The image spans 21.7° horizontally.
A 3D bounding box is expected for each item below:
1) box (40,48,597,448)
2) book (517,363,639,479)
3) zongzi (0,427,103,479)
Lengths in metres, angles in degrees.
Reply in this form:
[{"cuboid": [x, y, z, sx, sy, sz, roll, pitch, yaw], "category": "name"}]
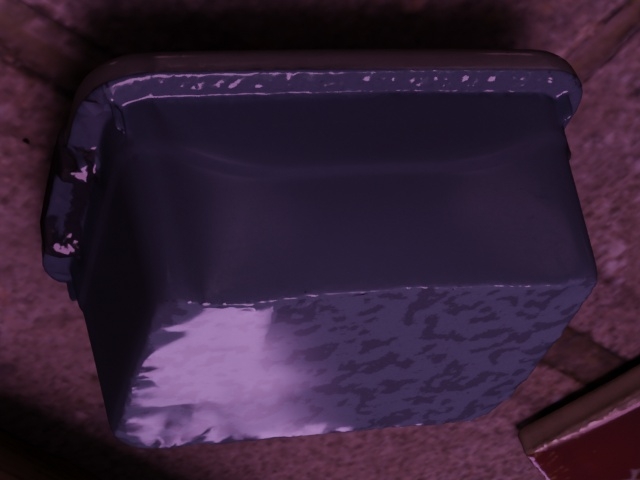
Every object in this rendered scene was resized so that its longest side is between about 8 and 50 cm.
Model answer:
[{"cuboid": [0.000, 0.000, 0.717, 0.227, 0.130, 0.162, -2, 149, -19], "category": "box"}, {"cuboid": [0.330, 0.089, 1.007, 0.374, 0.028, 0.262, -32, 137, 11], "category": "book"}, {"cuboid": [-0.190, 0.221, 0.874, 0.300, 0.145, 0.274, -31, 131, 30], "category": "zongzi"}]
